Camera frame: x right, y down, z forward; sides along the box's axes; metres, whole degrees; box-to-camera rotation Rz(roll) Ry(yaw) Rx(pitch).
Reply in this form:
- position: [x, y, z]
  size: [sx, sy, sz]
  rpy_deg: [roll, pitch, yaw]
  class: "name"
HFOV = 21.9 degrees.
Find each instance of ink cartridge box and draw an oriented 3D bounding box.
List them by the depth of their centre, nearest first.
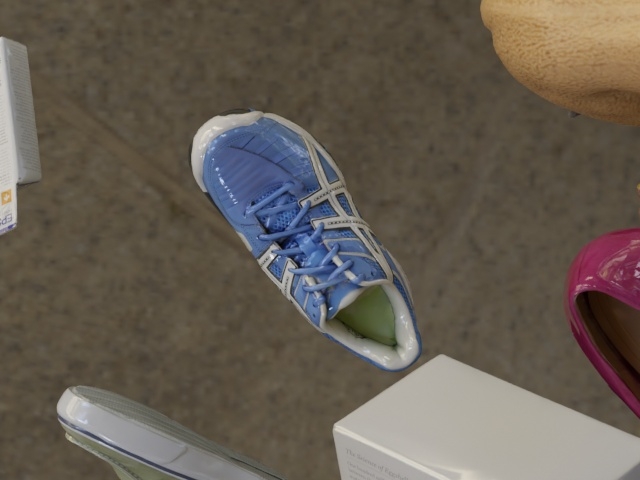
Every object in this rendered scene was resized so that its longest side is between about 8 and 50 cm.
- position: [-0.398, -0.080, 1.801]
  size: [0.045, 0.223, 0.224]
  rpy_deg: [18, 59, -52]
  class: "ink cartridge box"

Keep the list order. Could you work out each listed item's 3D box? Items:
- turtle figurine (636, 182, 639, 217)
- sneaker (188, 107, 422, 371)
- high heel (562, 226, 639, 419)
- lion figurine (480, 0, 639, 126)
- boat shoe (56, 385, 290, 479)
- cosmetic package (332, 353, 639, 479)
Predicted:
- position: [0.325, 0.054, 1.542]
  size: [0.269, 0.087, 0.217]
  rpy_deg: [-64, 153, -64]
  class: "turtle figurine"
- position: [0.000, 0.000, 1.031]
  size: [0.080, 0.081, 0.211]
  rpy_deg: [-41, 117, 5]
  class: "sneaker"
- position: [0.280, 0.154, 1.010]
  size: [0.377, 0.127, 0.181]
  rpy_deg: [50, 28, 10]
  class: "high heel"
- position: [0.184, -0.097, 0.709]
  size: [0.240, 0.392, 0.142]
  rpy_deg: [4, 81, -39]
  class: "lion figurine"
- position: [-0.147, 0.242, 1.677]
  size: [0.302, 0.109, 0.094]
  rpy_deg: [31, 90, -30]
  class: "boat shoe"
- position: [0.144, 0.243, 1.313]
  size: [0.138, 0.224, 0.224]
  rpy_deg: [-31, 126, -34]
  class: "cosmetic package"
